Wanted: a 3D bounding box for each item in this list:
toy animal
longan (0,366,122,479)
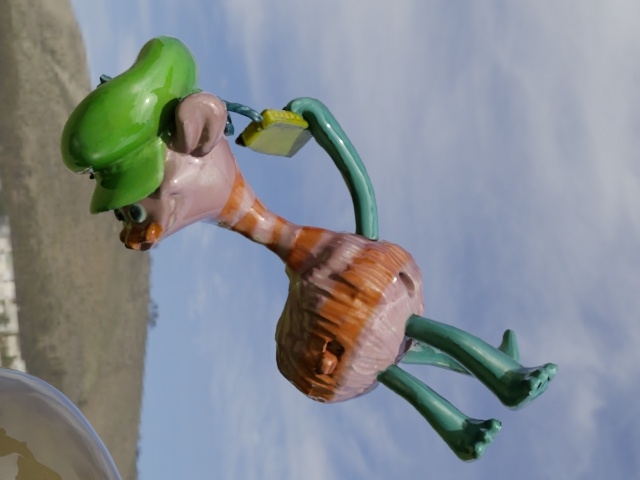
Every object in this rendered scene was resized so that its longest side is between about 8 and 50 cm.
[{"bbox_3d":[0.000,0.000,0.397,0.208,0.103,0.100,37,-24,0],"label":"toy animal"},{"bbox_3d":[-0.176,0.164,0.447,0.220,0.197,0.196,-63,-160,-12],"label":"longan"}]
